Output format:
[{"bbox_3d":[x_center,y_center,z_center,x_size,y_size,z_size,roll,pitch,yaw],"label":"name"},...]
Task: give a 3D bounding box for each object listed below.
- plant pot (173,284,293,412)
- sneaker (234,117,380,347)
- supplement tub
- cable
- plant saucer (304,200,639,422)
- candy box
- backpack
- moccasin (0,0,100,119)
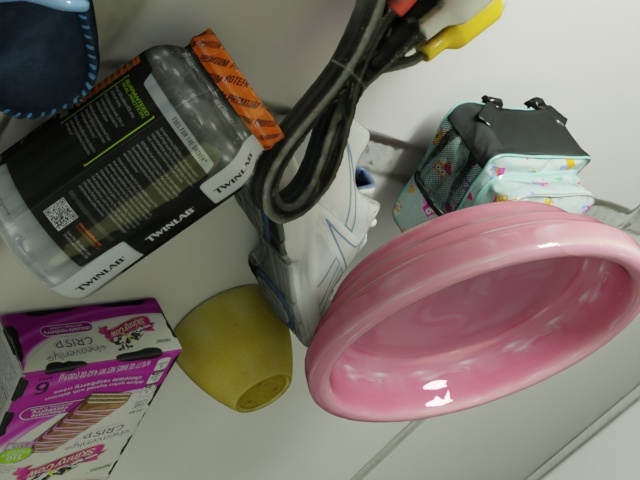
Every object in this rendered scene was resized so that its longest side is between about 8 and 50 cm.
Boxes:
[{"bbox_3d":[-0.082,0.127,0.927,0.134,0.095,0.134,-24,148,-16],"label":"plant pot"},{"bbox_3d":[0.000,0.000,0.819,0.129,0.111,0.297,-29,151,-17],"label":"sneaker"},{"bbox_3d":[-0.127,-0.055,0.600,0.190,0.117,0.117,-34,150,2],"label":"supplement tub"},{"bbox_3d":[0.046,-0.137,0.637,0.287,0.072,0.139,-52,148,-7],"label":"cable"},{"bbox_3d":[0.141,0.068,0.819,0.332,0.084,0.332,-13,149,-8],"label":"plant saucer"},{"bbox_3d":[-0.254,0.163,0.839,0.159,0.071,0.233,-5,140,-41],"label":"candy box"},{"bbox_3d":[0.171,-0.039,0.890,0.165,0.144,0.188,-6,151,-36],"label":"backpack"},{"bbox_3d":[-0.196,-0.154,0.391,0.137,0.117,0.342,-32,150,-3],"label":"moccasin"}]
